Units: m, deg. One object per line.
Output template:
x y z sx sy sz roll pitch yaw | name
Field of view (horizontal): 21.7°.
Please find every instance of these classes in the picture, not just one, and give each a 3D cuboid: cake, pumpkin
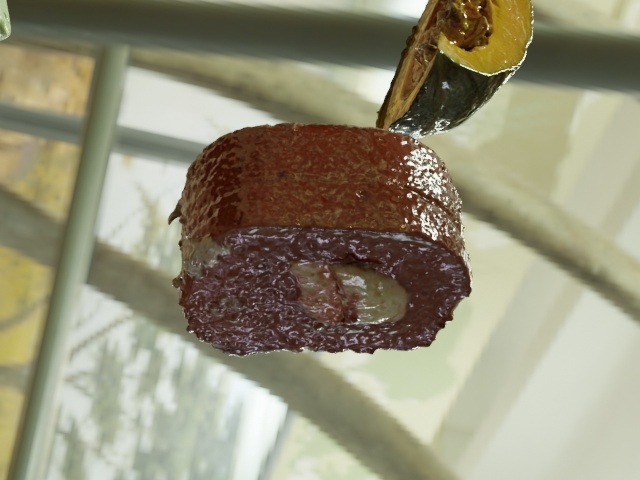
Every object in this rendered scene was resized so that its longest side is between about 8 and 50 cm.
0.000 0.000 1.528 0.177 0.282 0.151 94 -4 -53 | cake
0.138 -0.186 1.766 0.163 0.111 0.278 -52 -163 40 | pumpkin

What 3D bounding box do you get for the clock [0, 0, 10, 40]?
-0.383 -0.347 1.463 0.286 0.117 0.348 -114 -175 -54 | clock
